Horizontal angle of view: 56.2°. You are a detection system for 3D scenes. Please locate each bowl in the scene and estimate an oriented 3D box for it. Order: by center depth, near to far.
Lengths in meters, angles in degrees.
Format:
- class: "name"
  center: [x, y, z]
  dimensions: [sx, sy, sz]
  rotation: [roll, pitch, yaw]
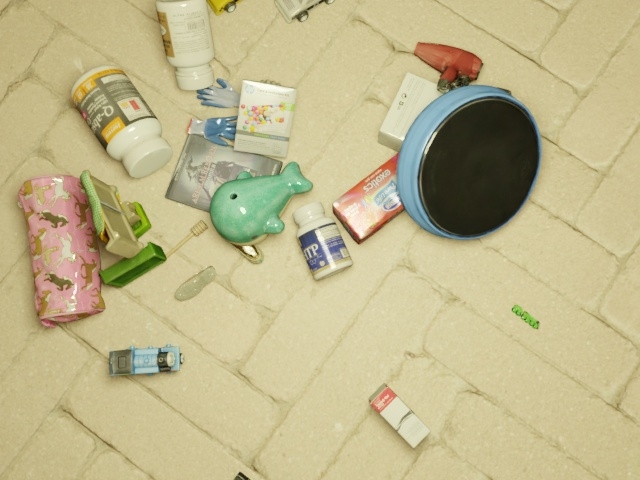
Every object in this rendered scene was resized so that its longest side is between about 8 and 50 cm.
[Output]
- class: "bowl"
  center: [0.376, -0.182, 1.478]
  dimensions: [0.392, 0.077, 0.390]
  rotation: [-8, 114, -20]

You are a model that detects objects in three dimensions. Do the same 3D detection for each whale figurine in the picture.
- class: "whale figurine"
  center: [-0.157, -0.109, 1.527]
  dimensions: [0.272, 0.141, 0.216]
  rotation: [-32, 64, -1]

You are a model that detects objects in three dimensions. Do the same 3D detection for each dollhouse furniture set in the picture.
- class: "dollhouse furniture set"
  center: [-0.535, -0.020, 1.482]
  dimensions: [0.151, 0.301, 0.197]
  rotation: [-29, 77, 1]

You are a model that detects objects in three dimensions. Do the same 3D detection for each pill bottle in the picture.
- class: "pill bottle"
  center: [0.000, 0.000, 1.559]
  dimensions: [0.112, 0.112, 0.186]
  rotation: [-24, 81, -1]
- class: "pill bottle"
  center: [-0.351, -0.526, 1.592]
  dimensions: [0.131, 0.131, 0.229]
  rotation: [-4, 123, 2]
- class: "pill bottle"
  center: [-0.526, -0.315, 1.601]
  dimensions: [0.162, 0.162, 0.278]
  rotation: [-36, 82, -3]

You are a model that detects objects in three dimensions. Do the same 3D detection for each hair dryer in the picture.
- class: "hair dryer"
  center: [0.351, -0.453, 1.574]
  dimensions: [0.224, 0.080, 0.293]
  rotation: [-4, 39, -35]

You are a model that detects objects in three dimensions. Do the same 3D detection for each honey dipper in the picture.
- class: "honey dipper"
  center: [-0.374, 0.005, 1.615]
  dimensions: [0.161, 0.030, 0.030]
  rotation: [-39, 82, -1]

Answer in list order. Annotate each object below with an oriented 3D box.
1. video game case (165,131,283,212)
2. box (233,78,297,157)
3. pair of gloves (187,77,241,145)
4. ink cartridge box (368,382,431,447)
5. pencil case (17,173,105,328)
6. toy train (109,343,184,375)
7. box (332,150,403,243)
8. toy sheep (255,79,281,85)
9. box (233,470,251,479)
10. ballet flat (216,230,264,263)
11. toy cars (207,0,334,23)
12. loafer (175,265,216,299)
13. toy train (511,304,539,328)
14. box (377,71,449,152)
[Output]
- class: "video game case"
  center: [-0.263, -0.165, 1.638]
  dimensions: [0.274, 0.026, 0.196]
  rotation: [18, 83, 4]
- class: "box"
  center: [-0.148, -0.324, 1.598]
  dimensions: [0.145, 0.038, 0.186]
  rotation: [8, 106, -11]
- class: "pair of gloves"
  center: [-0.277, -0.357, 1.655]
  dimensions: [0.159, 0.023, 0.198]
  rotation: [10, 75, 2]
- class: "ink cartridge box"
  center: [0.194, 0.433, 1.489]
  dimensions: [0.063, 0.109, 0.150]
  rotation: [-44, 82, -5]
- class: "pencil case"
  center: [-0.673, 0.027, 1.560]
  dimensions: [0.167, 0.160, 0.385]
  rotation: [-18, 80, 33]
- class: "toy train"
  center: [-0.446, 0.308, 1.534]
  dimensions: [0.184, 0.105, 0.080]
  rotation: [-3, 82, 2]
- class: "box"
  center: [0.165, -0.115, 1.561]
  dimensions: [0.257, 0.128, 0.122]
  rotation: [-38, 83, -4]
- class: "toy sheep"
  center: [-0.150, -0.396, 1.636]
  dimensions: [0.132, 0.091, 0.091]
  rotation: [3, 82, -14]
- class: "box"
  center: [-0.189, 0.714, 1.497]
  dimensions: [0.184, 0.045, 0.190]
  rotation: [37, 84, 4]
- class: "ballet flat"
  center: [-0.216, -0.003, 1.598]
  dimensions: [0.168, 0.052, 0.057]
  rotation: [39, 85, 7]
- class: "toy cars"
  center: [-0.138, -0.714, 1.681]
  dimensions: [0.394, 0.087, 0.176]
  rotation: [8, 82, 3]
- class: "loafer"
  center: [-0.332, 0.112, 1.598]
  dimensions: [0.125, 0.039, 0.045]
  rotation: [-36, 115, 0]
- class: "toy train"
  center: [0.534, 0.198, 1.558]
  dimensions: [0.083, 0.017, 0.023]
  rotation: [38, 74, 7]
- class: "box"
  center: [0.269, -0.316, 1.591]
  dimensions: [0.182, 0.119, 0.180]
  rotation: [25, 84, 6]
